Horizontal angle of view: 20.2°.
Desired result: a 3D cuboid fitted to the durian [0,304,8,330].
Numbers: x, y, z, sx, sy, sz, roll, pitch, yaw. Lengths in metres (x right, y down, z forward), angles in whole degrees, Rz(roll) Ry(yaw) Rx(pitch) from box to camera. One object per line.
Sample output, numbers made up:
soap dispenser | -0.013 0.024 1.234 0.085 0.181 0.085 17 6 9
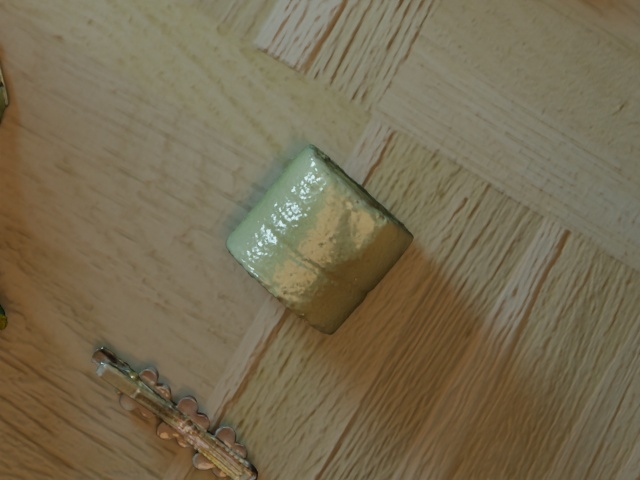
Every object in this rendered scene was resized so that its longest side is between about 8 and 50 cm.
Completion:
durian | -0.404 0.034 1.766 0.159 0.146 0.198 -16 98 -4

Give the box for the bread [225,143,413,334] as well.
bread | 0.000 0.000 1.812 0.148 0.134 0.141 39 92 -22

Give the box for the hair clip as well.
hair clip | -0.152 0.182 1.862 0.214 0.056 0.062 39 105 -18

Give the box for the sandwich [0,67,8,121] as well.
sandwich | -0.459 -0.138 1.764 0.198 0.227 0.155 -6 101 31
